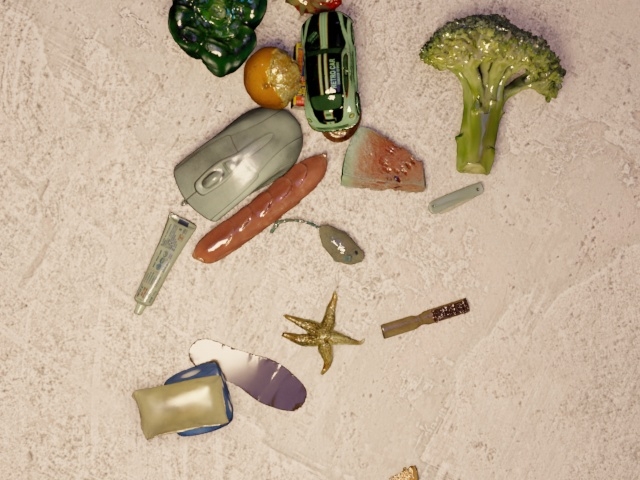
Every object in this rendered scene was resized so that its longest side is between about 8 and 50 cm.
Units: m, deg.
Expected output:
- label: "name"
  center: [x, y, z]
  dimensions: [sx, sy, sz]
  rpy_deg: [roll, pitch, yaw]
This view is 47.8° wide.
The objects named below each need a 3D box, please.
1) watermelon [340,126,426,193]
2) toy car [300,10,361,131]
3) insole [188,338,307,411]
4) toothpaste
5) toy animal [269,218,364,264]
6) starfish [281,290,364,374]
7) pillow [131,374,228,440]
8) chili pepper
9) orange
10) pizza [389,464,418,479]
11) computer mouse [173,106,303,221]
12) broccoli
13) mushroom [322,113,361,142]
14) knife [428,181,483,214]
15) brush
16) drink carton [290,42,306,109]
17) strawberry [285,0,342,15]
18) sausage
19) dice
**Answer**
- label: "watermelon"
  center: [0.175, -0.190, 1.894]
  dimensions: [0.241, 0.094, 0.154]
  rpy_deg: [19, 75, -8]
- label: "toy car"
  center: [0.018, -0.425, 1.782]
  dimensions: [0.136, 0.125, 0.306]
  rpy_deg: [-4, 89, 13]
- label: "insole"
  center: [-0.183, 0.339, 1.847]
  dimensions: [0.327, 0.007, 0.111]
  rpy_deg: [26, 83, -6]
- label: "toothpaste"
  center: [-0.401, 0.063, 1.812]
  dimensions: [0.069, 0.047, 0.268]
  rpy_deg: [23, 81, 13]
- label: "toy animal"
  center: [0.001, -0.009, 1.863]
  dimensions: [0.252, 0.070, 0.079]
  rpy_deg: [25, 68, -3]
- label: "starfish"
  center: [0.008, 0.236, 1.865]
  dimensions: [0.223, 0.050, 0.217]
  rpy_deg: [12, 78, -12]
- label: "pillow"
  center: [-0.321, 0.381, 1.654]
  dimensions: [0.208, 0.053, 0.119]
  rpy_deg: [-11, 92, -8]
- label: "chili pepper"
  center: [-0.256, -0.542, 1.761]
  dimensions: [0.233, 0.256, 0.249]
  rpy_deg: [26, 85, -11]
- label: "orange"
  center: [-0.118, -0.409, 1.806]
  dimensions: [0.156, 0.134, 0.157]
  rpy_deg: [6, 129, 7]
- label: "pizza"
  center: [0.217, 0.623, 1.879]
  dimensions: [0.078, 0.025, 0.083]
  rpy_deg: [7, 68, 7]
- label: "computer mouse"
  center: [-0.205, -0.201, 1.821]
  dimensions: [0.371, 0.122, 0.188]
  rpy_deg: [-38, 92, -5]
- label: "broccoli"
  center: [0.400, -0.404, 1.889]
  dimensions: [0.353, 0.275, 0.397]
  rpy_deg: [41, 103, 13]
- label: "mushroom"
  center: [0.051, -0.318, 1.876]
  dimensions: [0.109, 0.085, 0.126]
  rpy_deg: [42, 97, 26]
- label: "knife"
  center: [0.364, -0.110, 1.937]
  dimensions: [0.162, 0.023, 0.044]
  rpy_deg: [-22, 88, -8]
- label: "brush"
  center: [0.279, 0.205, 1.904]
  dimensions: [0.247, 0.036, 0.043]
  rpy_deg: [-16, 85, -8]
- label: "drink carton"
  center: [-0.038, -0.425, 1.883]
  dimensions: [0.071, 0.056, 0.166]
  rpy_deg: [4, 87, -14]
- label: "strawberry"
  center: [0.004, -0.705, 1.848]
  dimensions: [0.205, 0.205, 0.244]
  rpy_deg: [29, 60, -5]
- label: "sausage"
  center: [-0.144, -0.079, 1.838]
  dimensions: [0.433, 0.088, 0.088]
  rpy_deg: [-39, 93, -7]
- label: "dice"
  center: [-0.294, 0.387, 1.756]
  dimensions: [0.143, 0.146, 0.146]
  rpy_deg: [-15, 92, -4]
